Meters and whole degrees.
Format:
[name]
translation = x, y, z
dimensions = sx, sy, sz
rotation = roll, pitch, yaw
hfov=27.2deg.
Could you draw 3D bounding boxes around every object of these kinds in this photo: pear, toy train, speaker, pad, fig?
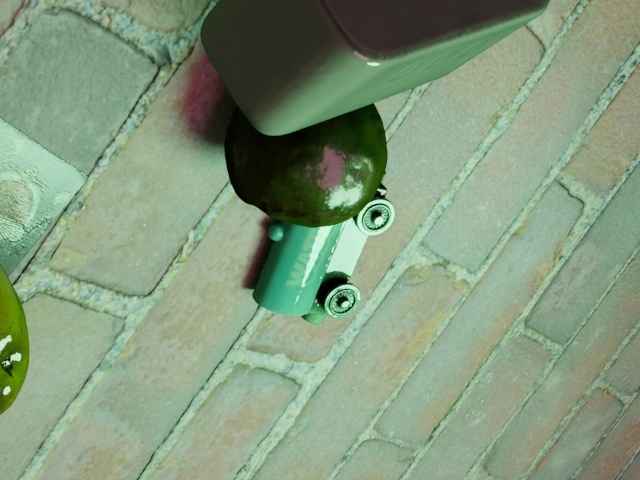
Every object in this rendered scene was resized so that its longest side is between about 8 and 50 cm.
[pear]
translation = -0.387, 0.092, 1.365
dimensions = 0.187, 0.220, 0.187
rotation = -28, 138, -30
[toy train]
translation = 0.000, 0.000, 1.788
dimensions = 0.159, 0.101, 0.248
rotation = 10, 114, -31
[speaker]
translation = 0.064, -0.256, 1.473
dimensions = 0.406, 0.183, 0.184
rotation = -24, 171, -48
[pad]
translation = -0.378, -0.053, 1.427
dimensions = 0.170, 0.006, 0.245
rotation = -50, 143, 1
[fig]
translation = -0.020, -0.141, 1.573
dimensions = 0.195, 0.195, 0.245
rotation = -19, 118, -34
